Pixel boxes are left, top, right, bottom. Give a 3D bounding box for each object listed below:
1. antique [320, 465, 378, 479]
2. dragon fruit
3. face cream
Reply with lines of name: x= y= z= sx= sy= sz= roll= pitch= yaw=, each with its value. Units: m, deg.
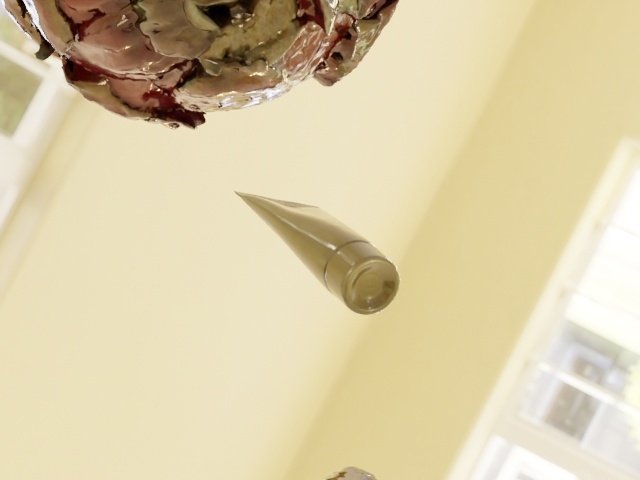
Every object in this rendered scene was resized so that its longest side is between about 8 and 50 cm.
antique: x=0.104 y=0.350 z=1.599 sx=0.284 sy=0.125 sz=0.150 roll=19 pitch=-167 yaw=23
dragon fruit: x=-0.092 y=-0.244 z=1.097 sx=0.329 sy=0.329 sz=0.329 roll=27 pitch=177 yaw=2
face cream: x=0.000 y=0.000 z=2.079 sx=0.137 sy=0.084 sz=0.341 roll=9 pitch=-164 yaw=-27
